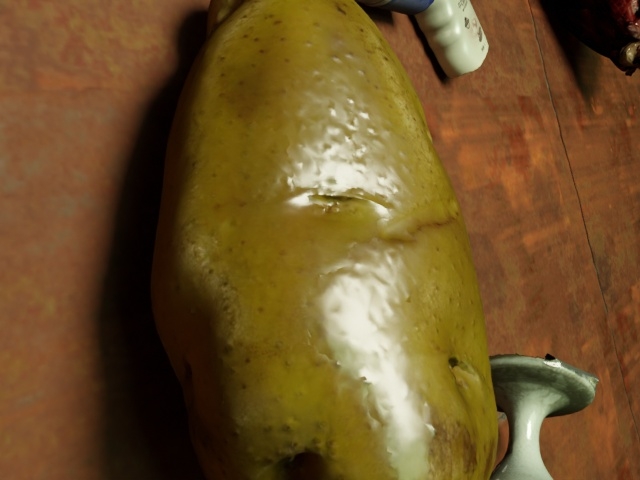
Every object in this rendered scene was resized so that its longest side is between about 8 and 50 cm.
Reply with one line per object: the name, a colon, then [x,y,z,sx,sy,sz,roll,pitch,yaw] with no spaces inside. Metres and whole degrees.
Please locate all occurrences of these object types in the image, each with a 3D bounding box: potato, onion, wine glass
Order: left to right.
potato: [0.000,0.000,0.425,0.195,0.176,0.369,-2,68,-12]
wine glass: [0.157,0.220,0.565,0.126,0.126,0.241,43,47,-35]
onion: [0.434,-0.395,1.031,0.280,0.221,0.281,12,74,-48]

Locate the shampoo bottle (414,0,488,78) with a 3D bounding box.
shampoo bottle: [0.116,-0.243,0.724,0.152,0.045,0.077,54,43,-25]

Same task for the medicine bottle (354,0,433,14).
medicine bottle: [0.019,-0.226,0.583,0.230,0.059,0.059,-10,86,-52]
